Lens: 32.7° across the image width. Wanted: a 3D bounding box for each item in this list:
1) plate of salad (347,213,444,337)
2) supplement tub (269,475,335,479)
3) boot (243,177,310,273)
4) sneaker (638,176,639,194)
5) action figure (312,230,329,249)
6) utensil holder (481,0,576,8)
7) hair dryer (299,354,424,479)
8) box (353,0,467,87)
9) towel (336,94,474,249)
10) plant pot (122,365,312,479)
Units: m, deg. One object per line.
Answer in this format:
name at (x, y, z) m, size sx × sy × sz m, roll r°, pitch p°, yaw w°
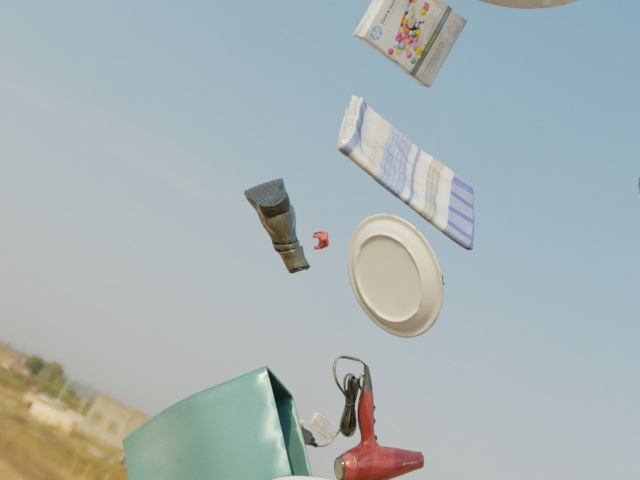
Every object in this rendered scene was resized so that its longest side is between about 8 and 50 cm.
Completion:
plate of salad at (0.119, 0.053, 1.696) m, size 0.048 × 0.200 × 0.200 m, roll -18°, pitch 23°, yaw -41°
supplement tub at (-0.007, 0.427, 1.086) m, size 0.235 × 0.325 × 0.235 m, roll 15°, pitch -30°, yaw 9°
boot at (-0.082, -0.025, 2.131) m, size 0.246 × 0.083 × 0.161 m, roll -118°, pitch -171°, yaw -73°
sneaker at (0.543, -0.089, 1.698) m, size 0.121 × 0.108 × 0.302 m, roll 66°, pitch 8°, yaw 27°
action figure at (0.000, 0.000, 2.232) m, size 0.030 × 0.038 × 0.115 m, roll -1°, pitch -4°, yaw -10°
utensil holder at (0.376, -0.649, 1.913) m, size 0.327 × 0.327 × 0.385 m, roll 22°, pitch -43°, yaw 25°
hair dryer at (0.098, 0.398, 2.245) m, size 0.293 × 0.223 × 0.080 m, roll 40°, pitch -8°, yaw -17°
box at (0.165, -0.387, 1.987) m, size 0.186 × 0.145 × 0.038 m, roll 30°, pitch -1°, yaw -35°
towel at (0.148, -0.117, 1.814) m, size 0.285 × 0.034 × 0.209 m, roll 38°, pitch 26°, yaw -11°
plant pot at (-0.149, 0.309, 1.554) m, size 0.234 × 0.165 × 0.166 m, roll -18°, pitch -26°, yaw 6°
